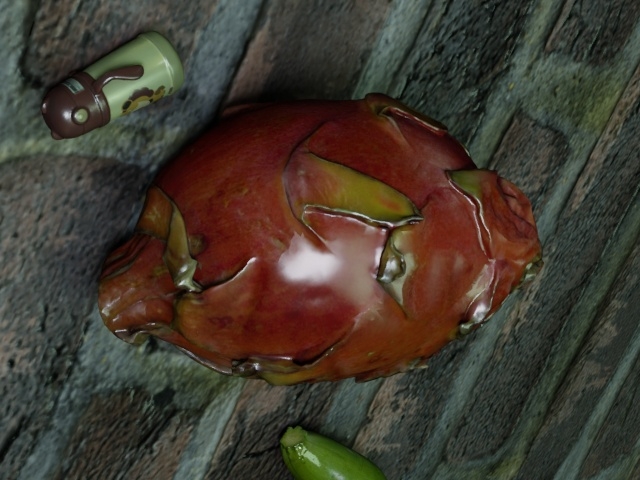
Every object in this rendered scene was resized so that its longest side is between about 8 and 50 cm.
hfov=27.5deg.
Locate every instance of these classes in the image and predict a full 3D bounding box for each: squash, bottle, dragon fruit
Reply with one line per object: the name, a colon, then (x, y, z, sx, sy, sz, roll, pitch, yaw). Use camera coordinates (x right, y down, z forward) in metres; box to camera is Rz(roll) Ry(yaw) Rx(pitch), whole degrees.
squash: (0.015, 0.240, 1.347, 0.066, 0.066, 0.201, -51, 139, -7)
bottle: (-0.144, -0.101, 0.891, 0.101, 0.047, 0.063, -34, 150, -27)
dragon fruit: (-0.004, 0.001, 0.980, 0.315, 0.250, 0.250, -17, 151, 20)
